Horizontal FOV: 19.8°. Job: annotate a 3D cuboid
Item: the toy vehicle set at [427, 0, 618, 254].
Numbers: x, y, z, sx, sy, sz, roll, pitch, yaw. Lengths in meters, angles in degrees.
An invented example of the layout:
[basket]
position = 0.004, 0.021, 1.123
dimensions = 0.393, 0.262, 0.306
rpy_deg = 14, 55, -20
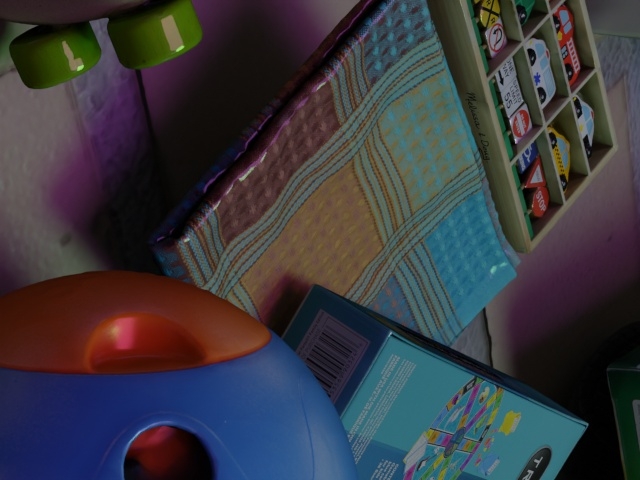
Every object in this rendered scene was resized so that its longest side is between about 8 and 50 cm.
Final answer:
[toy vehicle set]
position = 0.175, -0.142, 1.560
dimensions = 0.166, 0.035, 0.267
rpy_deg = -47, 132, -35

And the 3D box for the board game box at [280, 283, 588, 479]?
[board game box]
position = 0.041, 0.195, 1.361
dimensions = 0.254, 0.079, 0.336
rpy_deg = -59, 145, 2

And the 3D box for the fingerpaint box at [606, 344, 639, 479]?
[fingerpaint box]
position = 0.454, 0.262, 1.674
dimensions = 0.371, 0.163, 0.445
rpy_deg = -24, 109, -46

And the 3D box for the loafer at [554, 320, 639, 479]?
[loafer]
position = 0.256, 0.219, 1.708
dimensions = 0.366, 0.134, 0.130
rpy_deg = -49, 170, -36

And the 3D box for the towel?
[towel]
position = 0.027, 0.014, 1.315
dimensions = 0.271, 0.040, 0.370
rpy_deg = -50, 147, -18

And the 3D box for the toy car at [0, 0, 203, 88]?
[toy car]
position = -0.117, -0.203, 1.095
dimensions = 0.188, 0.149, 0.155
rpy_deg = -47, 123, -50

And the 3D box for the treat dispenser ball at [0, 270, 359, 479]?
[treat dispenser ball]
position = -0.120, 0.161, 1.043
dimensions = 0.288, 0.288, 0.288
rpy_deg = -17, 111, -50

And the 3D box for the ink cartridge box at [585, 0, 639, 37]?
[ink cartridge box]
position = 0.375, -0.231, 1.663
dimensions = 0.273, 0.197, 0.114
rpy_deg = -3, 100, -52
